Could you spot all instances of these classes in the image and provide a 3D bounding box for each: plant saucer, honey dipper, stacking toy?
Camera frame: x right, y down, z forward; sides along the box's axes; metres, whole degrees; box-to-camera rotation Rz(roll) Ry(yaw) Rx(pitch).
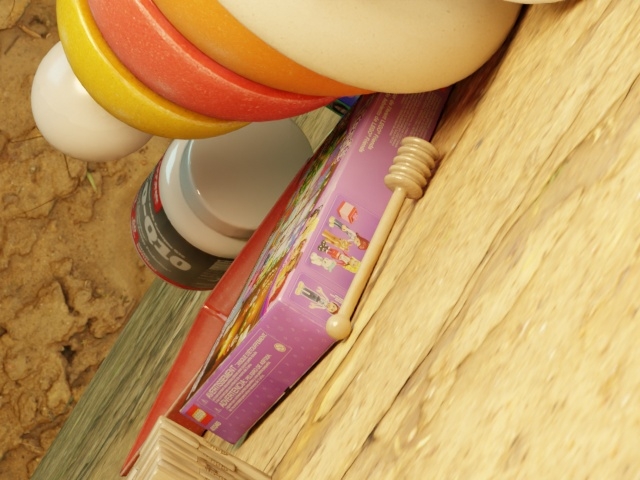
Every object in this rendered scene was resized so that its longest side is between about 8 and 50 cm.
[{"bbox_3d":[-0.082,0.082,1.633,0.259,0.048,0.258,-53,9,41],"label":"plant saucer"},{"bbox_3d":[0.040,-0.001,1.220,0.160,0.030,0.030,-63,8,-20],"label":"honey dipper"},{"bbox_3d":[-0.098,-0.202,1.379,0.480,0.351,0.350,-30,26,48],"label":"stacking toy"}]

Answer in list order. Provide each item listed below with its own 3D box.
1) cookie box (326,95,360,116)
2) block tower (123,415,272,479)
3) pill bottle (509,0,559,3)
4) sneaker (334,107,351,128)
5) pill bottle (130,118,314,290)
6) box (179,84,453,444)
[{"bbox_3d":[0.017,-0.192,1.843,0.091,0.107,0.040,-62,8,-22],"label":"cookie box"},{"bbox_3d":[-0.080,0.195,0.987,0.097,0.091,0.335,-58,7,4],"label":"block tower"},{"bbox_3d":[0.166,-0.353,1.120,0.361,0.204,0.204,-61,8,-19],"label":"pill bottle"},{"bbox_3d":[0.035,-0.091,1.532,0.144,0.053,0.059,-49,10,48],"label":"sneaker"},{"bbox_3d":[-0.108,-0.047,1.877,0.161,0.161,0.283,-61,7,-19],"label":"pill bottle"},{"bbox_3d":[0.000,0.000,1.368,0.201,0.057,0.293,-48,12,50],"label":"box"}]
